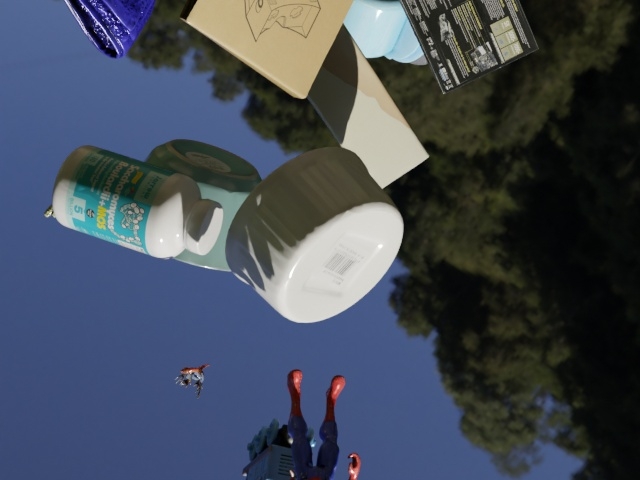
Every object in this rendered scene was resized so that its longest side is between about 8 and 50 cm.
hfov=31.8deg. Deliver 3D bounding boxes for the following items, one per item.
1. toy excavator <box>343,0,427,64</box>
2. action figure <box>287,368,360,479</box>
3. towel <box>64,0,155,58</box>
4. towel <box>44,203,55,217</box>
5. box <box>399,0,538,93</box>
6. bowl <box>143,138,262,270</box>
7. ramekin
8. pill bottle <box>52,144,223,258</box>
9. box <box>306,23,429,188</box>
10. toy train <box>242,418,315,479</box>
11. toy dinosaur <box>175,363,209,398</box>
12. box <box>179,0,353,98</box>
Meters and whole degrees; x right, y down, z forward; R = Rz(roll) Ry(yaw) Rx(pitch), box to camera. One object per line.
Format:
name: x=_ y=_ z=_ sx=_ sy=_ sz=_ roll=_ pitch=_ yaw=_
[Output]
toy excavator: x=0.025 y=-0.516 z=2.368 sx=0.433 sy=0.222 sz=0.445 roll=42 pitch=-132 yaw=16
action figure: x=-0.002 y=0.259 z=1.363 sx=0.091 sy=0.139 sz=0.280 roll=7 pitch=-134 yaw=-7
towel: x=-0.231 y=-0.397 z=1.324 sx=0.228 sy=0.076 sz=0.308 roll=56 pitch=-138 yaw=-41
towel: x=-0.444 y=-0.100 z=2.076 sx=0.027 sy=0.148 sz=0.110 roll=51 pitch=-171 yaw=-14
box: x=0.196 y=-0.320 z=1.556 sx=0.180 sy=0.147 sz=0.077 roll=61 pitch=-172 yaw=-23
bowl: x=-0.223 y=-0.082 z=2.105 sx=0.311 sy=0.163 sz=0.311 roll=20 pitch=-164 yaw=-6
ramekin: x=0.000 y=0.000 z=1.784 sx=0.277 sy=0.277 sz=0.135 roll=-5 pitch=-138 yaw=-46
pill bottle: x=-0.299 y=-0.058 z=1.869 sx=0.264 sy=0.146 sz=0.146 roll=17 pitch=-154 yaw=15
box: x=0.052 y=-0.251 z=1.969 sx=0.311 sy=0.121 sz=0.148 roll=52 pitch=-172 yaw=-34
toy train: x=-0.065 y=0.328 z=1.643 sx=0.080 sy=0.184 sz=0.105 roll=16 pitch=-117 yaw=-13
toy dinosaur: x=-0.209 y=0.215 z=1.838 sx=0.047 sy=0.082 sz=0.090 roll=18 pitch=-128 yaw=-2
box: x=-0.048 y=-0.268 z=1.236 sx=0.021 sy=0.164 sz=0.201 roll=24 pitch=177 yaw=41
